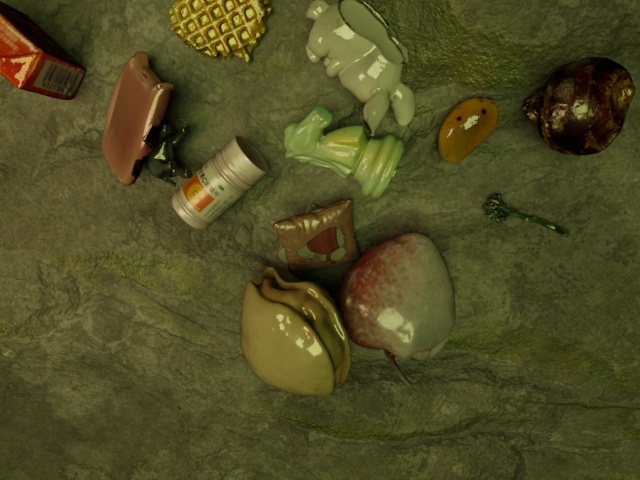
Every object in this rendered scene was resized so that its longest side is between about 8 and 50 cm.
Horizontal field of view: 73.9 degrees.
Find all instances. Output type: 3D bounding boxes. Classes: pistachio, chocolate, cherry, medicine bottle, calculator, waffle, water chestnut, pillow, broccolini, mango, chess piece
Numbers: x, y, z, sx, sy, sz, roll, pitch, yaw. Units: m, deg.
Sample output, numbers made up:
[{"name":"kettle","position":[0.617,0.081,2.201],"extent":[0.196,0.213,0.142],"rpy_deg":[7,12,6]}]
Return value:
[{"name":"pistachio","position":[-0.077,0.245,1.148],"extent":[0.281,0.445,0.365],"rpy_deg":[-30,91,-27]},{"name":"chocolate","position":[-0.717,-0.461,1.013],"extent":[0.235,0.237,0.108],"rpy_deg":[42,97,-10]},{"name":"cherry","position":[0.219,0.164,1.144],"extent":[0.326,0.291,0.335],"rpy_deg":[42,83,-9]},{"name":"medicine bottle","position":[-0.269,-0.151,1.145],"extent":[0.249,0.133,0.133],"rpy_deg":[-37,103,15]},{"name":"calculator","position":[-0.486,-0.297,1.089],"extent":[0.220,0.048,0.330],"rpy_deg":[48,121,24]},{"name":"waffle","position":[-0.243,-0.571,1.035],"extent":[0.245,0.052,0.254],"rpy_deg":[22,109,-5]},{"name":"water chestnut","position":[0.589,-0.307,0.997],"extent":[0.238,0.223,0.224],"rpy_deg":[13,116,38]},{"name":"pillow","position":[0.000,0.000,1.172],"extent":[0.223,0.084,0.236],"rpy_deg":[-18,137,-3]},{"name":"broccolini","position":[0.568,-0.055,1.164],"extent":[0.254,0.058,0.071],"rpy_deg":[21,153,0]},{"name":"mango","position":[0.366,-0.283,1.078],"extent":[0.115,0.090,0.178],"rpy_deg":[37,116,-17]},{"name":"chess piece","position":[0.049,-0.234,1.080],"extent":[0.298,0.176,0.176],"rpy_deg":[23,110,1]}]

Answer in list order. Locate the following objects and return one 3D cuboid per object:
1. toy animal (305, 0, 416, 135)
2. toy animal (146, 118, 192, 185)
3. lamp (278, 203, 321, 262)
[{"name":"toy animal","position":[0.099,-0.413,0.995],"extent":[0.325,0.208,0.154],"rpy_deg":[63,148,3]},{"name":"toy animal","position":[-0.408,-0.275,1.110],"extent":[0.137,0.082,0.270],"rpy_deg":[0,101,38]},{"name":"lamp","position":[-0.060,-0.016,1.238],"extent":[0.050,0.056,0.198],"rpy_deg":[30,120,-8]}]
